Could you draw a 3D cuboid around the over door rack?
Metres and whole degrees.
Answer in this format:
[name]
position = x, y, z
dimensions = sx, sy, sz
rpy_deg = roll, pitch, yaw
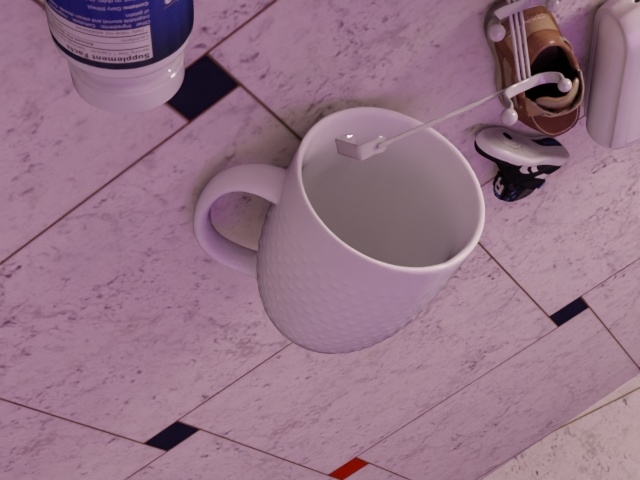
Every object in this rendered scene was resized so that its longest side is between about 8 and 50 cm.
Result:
[over door rack]
position = 0.157, -0.249, 1.319
dimensions = 0.324, 0.108, 0.239
rpy_deg = -20, 114, -14

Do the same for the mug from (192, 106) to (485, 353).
[mug]
position = 0.000, 0.000, 1.550
dimensions = 0.374, 0.276, 0.328
rpy_deg = 17, 142, -11

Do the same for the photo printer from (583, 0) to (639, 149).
[photo printer]
position = 0.534, -0.297, 1.635
dimensions = 0.256, 0.107, 0.307
rpy_deg = -24, 148, -6

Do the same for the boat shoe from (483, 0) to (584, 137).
[boat shoe]
position = 0.324, -0.229, 1.565
dimensions = 0.123, 0.116, 0.324
rpy_deg = -33, 148, 9

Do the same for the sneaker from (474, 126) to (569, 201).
[sneaker]
position = 0.308, -0.114, 1.754
dimensions = 0.217, 0.079, 0.121
rpy_deg = 3, 136, -42

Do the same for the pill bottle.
[pill bottle]
position = -0.205, -0.261, 1.082
dimensions = 0.153, 0.153, 0.265
rpy_deg = -18, 148, -16
